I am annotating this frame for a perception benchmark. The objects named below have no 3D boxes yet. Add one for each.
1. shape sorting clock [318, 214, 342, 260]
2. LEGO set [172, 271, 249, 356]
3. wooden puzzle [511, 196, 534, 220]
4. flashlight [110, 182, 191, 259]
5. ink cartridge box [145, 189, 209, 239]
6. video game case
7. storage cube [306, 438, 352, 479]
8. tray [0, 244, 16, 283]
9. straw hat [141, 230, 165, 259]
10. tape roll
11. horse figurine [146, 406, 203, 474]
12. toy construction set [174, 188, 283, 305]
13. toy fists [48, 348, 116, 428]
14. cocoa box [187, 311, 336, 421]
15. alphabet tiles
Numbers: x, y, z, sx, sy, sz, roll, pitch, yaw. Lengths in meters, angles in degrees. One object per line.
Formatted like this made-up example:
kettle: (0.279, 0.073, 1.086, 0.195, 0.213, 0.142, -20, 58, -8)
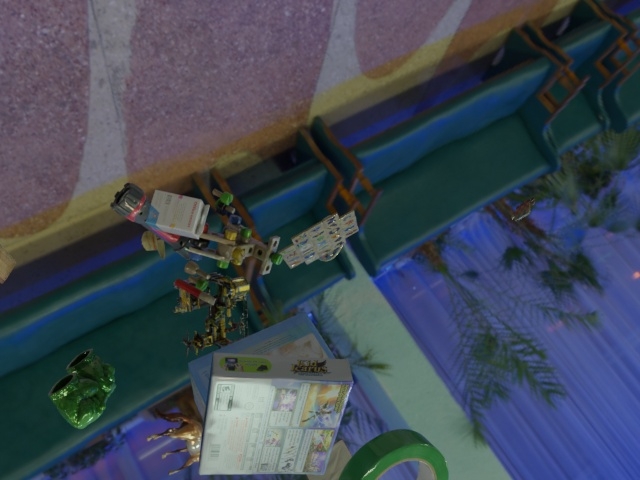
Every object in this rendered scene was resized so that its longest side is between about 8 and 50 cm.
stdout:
shape sorting clock: (0.033, -0.011, 2.547, 0.040, 0.206, 0.206, 13, 135, -37)
LEGO set: (-0.364, 0.255, 1.911, 0.192, 0.255, 0.331, -12, 115, -40)
wooden puzzle: (0.539, -0.081, 1.566, 0.083, 0.006, 0.049, -40, -154, 53)
flashlight: (-0.492, -0.053, 1.812, 0.103, 0.103, 0.304, -45, 122, 8)
ink cartridge box: (-0.365, -0.064, 1.540, 0.090, 0.143, 0.092, 93, 11, -77)
video game case: (-0.089, 0.326, 1.083, 0.244, 0.061, 0.269, 6, 123, -12)
storage cube: (0.054, 0.874, 2.201, 0.184, 0.215, 0.193, -29, 160, -8)
tray: (-0.862, -0.021, 1.344, 0.411, 0.203, 0.076, 122, -8, -68)
straw hat: (-0.576, -0.001, 2.008, 0.061, 0.144, 0.144, -9, 159, -6)
tape roll: (0.194, 0.668, 1.583, 0.321, 0.321, 0.077, -29, -154, -16)
horse figurine: (-0.390, 0.579, 1.704, 0.174, 0.066, 0.263, -17, 122, -4)
toy construction set: (-0.260, 0.055, 1.774, 0.308, 0.237, 0.257, -61, 165, -8)
toy fists: (-0.656, 0.418, 1.664, 0.096, 0.142, 0.279, -27, -164, 1)
cocoa box: (-0.140, 0.390, 1.549, 0.347, 0.231, 0.228, -22, 145, -22)
alphabet tiles: (0.000, 0.000, 2.040, 0.285, 0.011, 0.342, -30, 163, -2)
